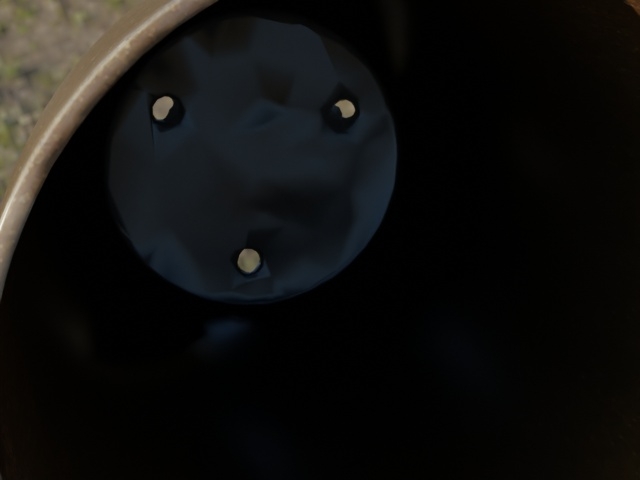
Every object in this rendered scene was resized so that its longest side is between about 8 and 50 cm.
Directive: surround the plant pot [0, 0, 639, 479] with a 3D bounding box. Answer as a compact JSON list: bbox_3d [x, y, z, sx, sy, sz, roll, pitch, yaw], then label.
[{"bbox_3d":[0.000,0.000,0.563,0.215,0.215,0.230,-22,20,-7],"label":"plant pot"}]
